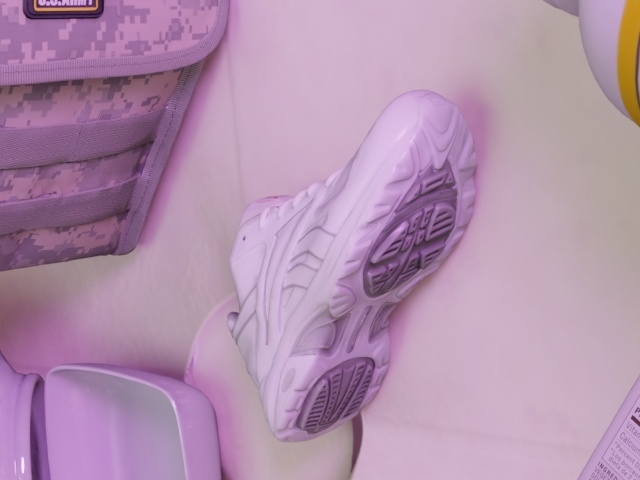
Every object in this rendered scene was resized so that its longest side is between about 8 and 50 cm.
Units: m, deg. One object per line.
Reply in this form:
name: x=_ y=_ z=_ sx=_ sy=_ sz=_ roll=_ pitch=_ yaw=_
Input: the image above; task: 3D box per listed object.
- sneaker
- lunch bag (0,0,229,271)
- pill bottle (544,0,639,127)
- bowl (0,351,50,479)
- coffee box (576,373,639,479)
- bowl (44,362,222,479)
sneaker: x=0.000 y=0.000 z=0.973 sx=0.115 sy=0.090 sz=0.232 roll=49 pitch=128 yaw=29
lunch bag: x=-0.193 y=-0.123 z=1.023 sx=0.169 sy=0.235 sz=0.287 roll=49 pitch=130 yaw=32
pill bottle: x=0.222 y=-0.087 z=0.660 sx=0.334 sy=0.188 sz=0.188 roll=39 pitch=125 yaw=32
bowl: x=-0.247 y=0.165 z=1.177 sx=0.298 sy=0.134 sz=0.298 roll=176 pitch=90 yaw=-89
coffee box: x=0.192 y=0.104 z=0.772 sx=0.098 sy=0.141 sz=0.246 roll=44 pitch=126 yaw=29
bowl: x=-0.114 y=0.146 z=1.142 sx=0.142 sy=0.053 sz=0.142 roll=6 pitch=104 yaw=43
